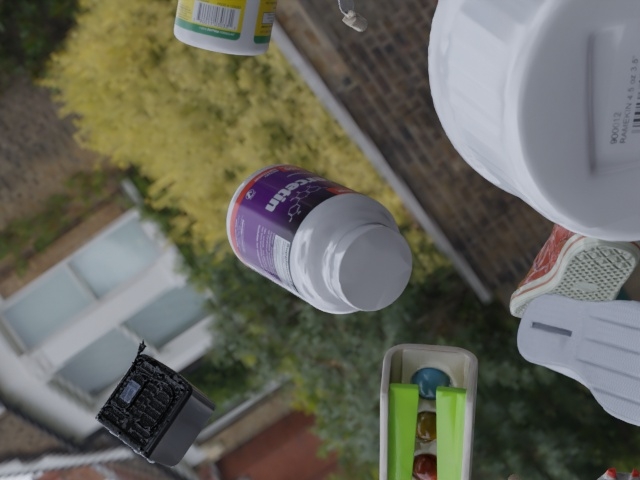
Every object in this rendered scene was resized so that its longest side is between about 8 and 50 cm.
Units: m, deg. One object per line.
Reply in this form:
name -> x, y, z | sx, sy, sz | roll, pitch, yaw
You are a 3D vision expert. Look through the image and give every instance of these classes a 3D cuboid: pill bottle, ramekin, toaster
pill bottle -> 0.000, 0.000, 2.003 | 0.181, 0.181, 0.323 | 52, 166, -31
pill bottle -> -0.100, -0.331, 1.563 | 0.117, 0.117, 0.208 | -90, 11, -74
ramekin -> 0.235, -0.134, 1.026 | 0.277, 0.277, 0.135 | 52, -177, -30
toaster -> -0.313, 0.318, 2.542 | 0.168, 0.186, 0.110 | 28, 170, 36

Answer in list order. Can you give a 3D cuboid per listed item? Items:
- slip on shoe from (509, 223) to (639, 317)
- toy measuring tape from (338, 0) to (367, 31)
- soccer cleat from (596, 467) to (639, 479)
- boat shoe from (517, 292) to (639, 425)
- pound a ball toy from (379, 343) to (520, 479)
slip on shoe -> 0.333, 0.033, 1.736 | 0.331, 0.123, 0.101 | 109, 173, -64
toy measuring tape -> 0.060, -0.474, 1.939 | 0.121, 0.121, 0.330 | 36, -138, -70
soccer cleat -> 0.394, 0.297, 1.487 | 0.068, 0.196, 0.076 | -90, 7, -54
boat shoe -> 0.338, 0.121, 1.421 | 0.119, 0.121, 0.335 | 15, -174, -21
pound a ball toy -> 0.188, 0.299, 1.847 | 0.136, 0.208, 0.319 | -77, -13, -54
